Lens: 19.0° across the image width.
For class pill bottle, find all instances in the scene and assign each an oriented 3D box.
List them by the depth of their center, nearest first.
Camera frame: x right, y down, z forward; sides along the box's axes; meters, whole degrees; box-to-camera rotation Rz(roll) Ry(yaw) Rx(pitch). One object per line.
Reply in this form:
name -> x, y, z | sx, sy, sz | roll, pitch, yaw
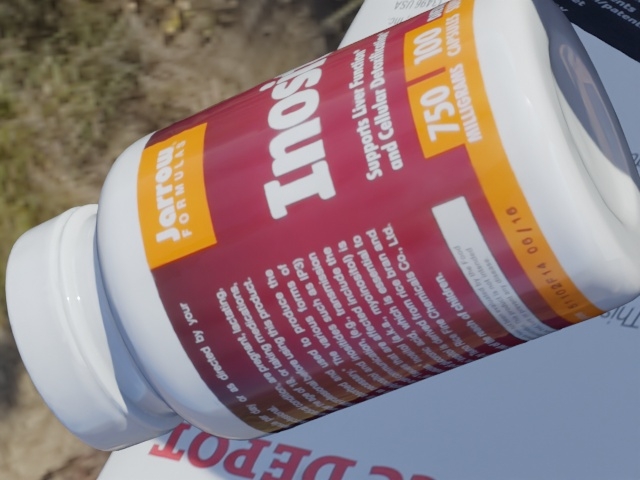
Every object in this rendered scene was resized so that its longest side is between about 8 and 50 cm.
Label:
pill bottle -> 0.000, 0.000, 0.486 | 0.152, 0.086, 0.086 | -22, 87, 20

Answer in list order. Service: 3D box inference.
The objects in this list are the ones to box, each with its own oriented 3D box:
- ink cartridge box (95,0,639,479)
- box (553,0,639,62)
ink cartridge box -> 0.123, 0.009, 0.769 | 0.285, 0.166, 0.395 | 7, 60, 46
box -> 0.118, -0.176, 0.456 | 0.143, 0.165, 0.270 | 28, 156, -17
